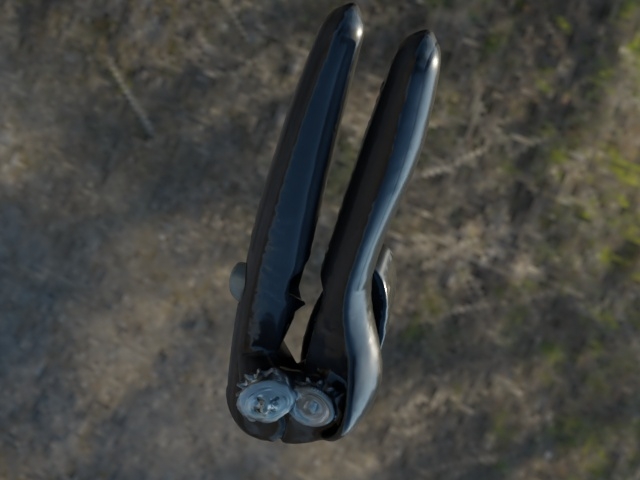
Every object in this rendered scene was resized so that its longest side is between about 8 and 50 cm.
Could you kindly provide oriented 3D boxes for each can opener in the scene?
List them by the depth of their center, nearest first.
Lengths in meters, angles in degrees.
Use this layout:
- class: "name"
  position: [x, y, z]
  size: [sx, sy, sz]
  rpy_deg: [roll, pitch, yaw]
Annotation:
- class: "can opener"
  position: [0.000, 0.000, 0.563]
  size: [0.073, 0.059, 0.186]
  rpy_deg: [-78, 177, -48]
